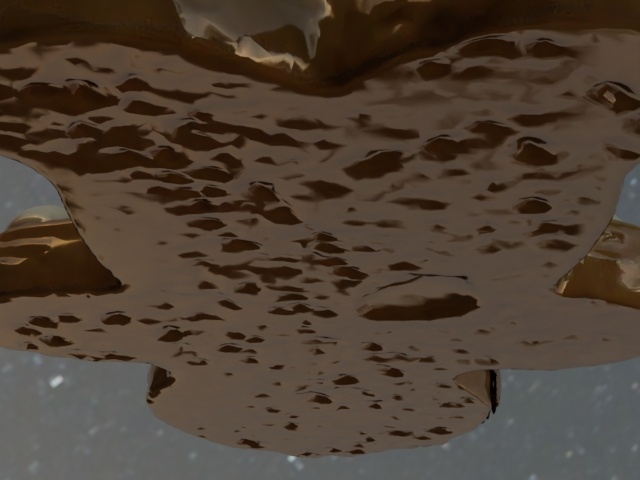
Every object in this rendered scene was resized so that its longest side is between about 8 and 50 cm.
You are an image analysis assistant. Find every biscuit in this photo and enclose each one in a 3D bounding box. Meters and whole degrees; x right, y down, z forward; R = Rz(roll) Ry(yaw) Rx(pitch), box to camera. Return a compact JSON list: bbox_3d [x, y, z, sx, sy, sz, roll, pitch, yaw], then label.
[{"bbox_3d":[0.000,0.000,0.487,0.216,0.047,0.339,1,-22,5],"label":"biscuit"}]
